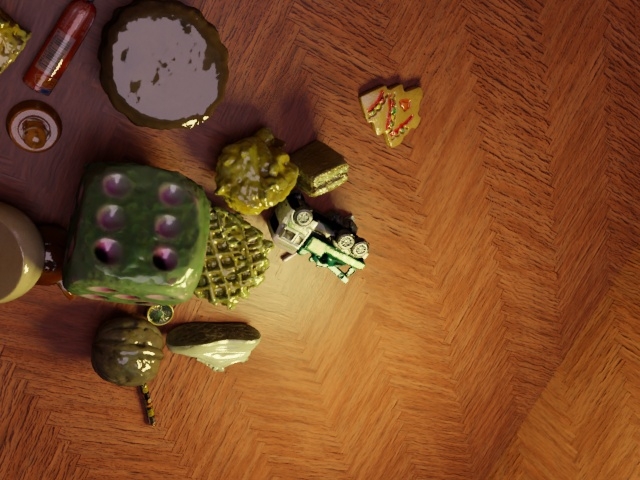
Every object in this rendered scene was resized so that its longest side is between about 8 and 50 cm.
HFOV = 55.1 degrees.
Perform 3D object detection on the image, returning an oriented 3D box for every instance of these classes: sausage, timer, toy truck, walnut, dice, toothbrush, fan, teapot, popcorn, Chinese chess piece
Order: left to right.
[{"bbox_3d":[-0.840,0.030,1.561,0.274,0.102,0.273,2,104,8],"label":"Chinese chess piece"},{"bbox_3d":[-0.707,-0.266,1.517,0.132,0.152,0.131,-10,118,-21],"label":"timer"},{"bbox_3d":[-0.738,0.066,1.676,0.178,0.135,0.251,-25,121,-8],"label":"teapot"},{"bbox_3d":[-0.628,-0.486,1.498,0.074,0.074,0.274,30,98,-33],"label":"sausage"},{"bbox_3d":[-0.575,0.334,1.848,0.225,0.224,0.224,-11,118,-21],"label":"walnut"},{"bbox_3d":[-0.477,-0.007,1.589,0.319,0.330,0.321,11,72,-26],"label":"dice"},{"bbox_3d":[-0.576,0.547,2.047,0.025,0.028,0.198,-3,117,1],"label":"sausage"},{"bbox_3d":[-0.516,0.192,1.898,0.082,0.039,0.155,-31,122,-8],"label":"fan"},{"bbox_3d":[-0.191,-0.201,1.793,0.233,0.192,0.265,27,76,-17],"label":"popcorn"},{"bbox_3d":[-0.006,-0.008,2.055,0.287,0.020,0.025,-31,118,-9],"label":"toothbrush"},{"bbox_3d":[0.003,-0.007,1.957,0.364,0.176,0.178,31,106,-28],"label":"toy truck"}]

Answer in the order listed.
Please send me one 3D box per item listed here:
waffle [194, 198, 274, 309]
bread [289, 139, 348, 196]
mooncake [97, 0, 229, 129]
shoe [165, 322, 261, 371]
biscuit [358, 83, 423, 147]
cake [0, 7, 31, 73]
[{"bbox_3d":[-0.310,0.049,1.850,0.317,0.073,0.297,34,102,-8],"label":"waffle"},{"bbox_3d":[-0.008,-0.211,1.852,0.138,0.196,0.102,-33,127,-14],"label":"bread"},{"bbox_3d":[-0.403,-0.445,1.558,0.324,0.187,0.323,-10,116,-22],"label":"mooncake"},{"bbox_3d":[-0.356,0.364,2.013,0.317,0.124,0.159,1,120,-26],"label":"shoe"},{"bbox_3d":[0.223,-0.415,1.955,0.239,0.041,0.212,16,108,-31],"label":"biscuit"},{"bbox_3d":[-0.817,-0.473,1.327,0.227,0.222,0.286,-47,124,-1],"label":"cake"}]
